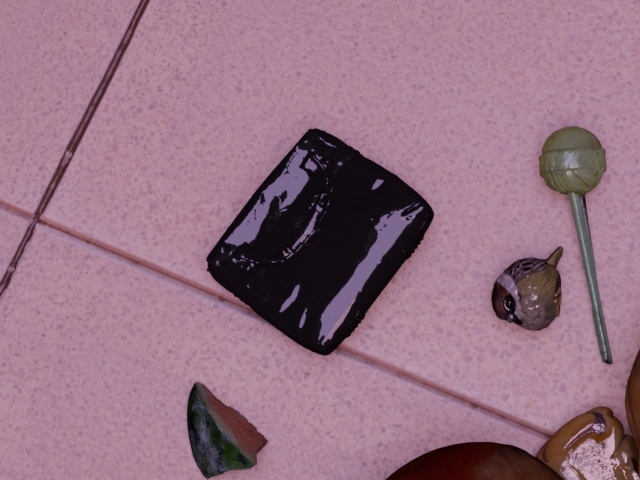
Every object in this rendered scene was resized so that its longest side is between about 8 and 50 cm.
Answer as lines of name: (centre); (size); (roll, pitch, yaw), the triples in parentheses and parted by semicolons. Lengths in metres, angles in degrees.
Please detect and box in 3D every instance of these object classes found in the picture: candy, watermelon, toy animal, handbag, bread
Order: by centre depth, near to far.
bread: (0.384, 0.336, 1.600); (0.134, 0.081, 0.225); (-31, 76, 4)
toy animal: (0.287, 0.060, 1.683); (0.098, 0.098, 0.137); (11, 55, 11)
candy: (0.371, 0.006, 1.697); (0.092, 0.093, 0.335); (-12, 83, 25)
watermelon: (-0.147, 0.271, 1.713); (0.155, 0.080, 0.101); (49, 122, 14)
handbag: (0.000, 0.000, 1.738); (0.244, 0.088, 0.275); (35, 87, 17)

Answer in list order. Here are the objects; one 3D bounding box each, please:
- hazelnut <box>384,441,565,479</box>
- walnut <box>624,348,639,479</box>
hazelnut: (0.211, 0.449, 1.476); (0.359, 0.359, 0.409); (-23, 75, 2)
walnut: (0.559, 0.189, 1.481); (0.384, 0.383, 0.383); (-2, 76, 8)
